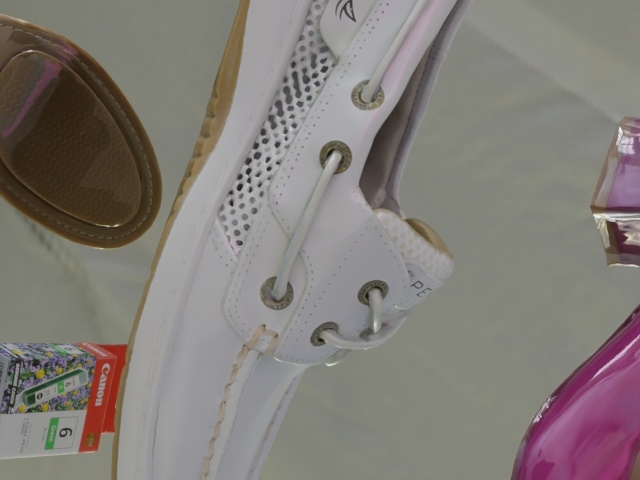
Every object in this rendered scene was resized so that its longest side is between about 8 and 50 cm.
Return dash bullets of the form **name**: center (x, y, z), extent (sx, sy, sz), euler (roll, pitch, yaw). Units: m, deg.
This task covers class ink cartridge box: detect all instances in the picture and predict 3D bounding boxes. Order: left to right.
- **ink cartridge box**: center (-0.150, 0.094, 1.066), extent (0.029, 0.115, 0.063), euler (23, -75, 45)

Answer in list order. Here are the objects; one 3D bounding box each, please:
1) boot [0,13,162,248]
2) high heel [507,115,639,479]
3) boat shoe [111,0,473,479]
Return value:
- **boot**: center (-0.164, -0.073, 0.842), extent (0.197, 0.073, 0.152), euler (44, -11, -14)
- **high heel**: center (0.198, 0.098, 0.856), extent (0.181, 0.127, 0.377), euler (6, -113, 24)
- **boat shoe**: center (0.000, 0.000, 0.641), extent (0.098, 0.096, 0.277), euler (-18, 124, -79)
